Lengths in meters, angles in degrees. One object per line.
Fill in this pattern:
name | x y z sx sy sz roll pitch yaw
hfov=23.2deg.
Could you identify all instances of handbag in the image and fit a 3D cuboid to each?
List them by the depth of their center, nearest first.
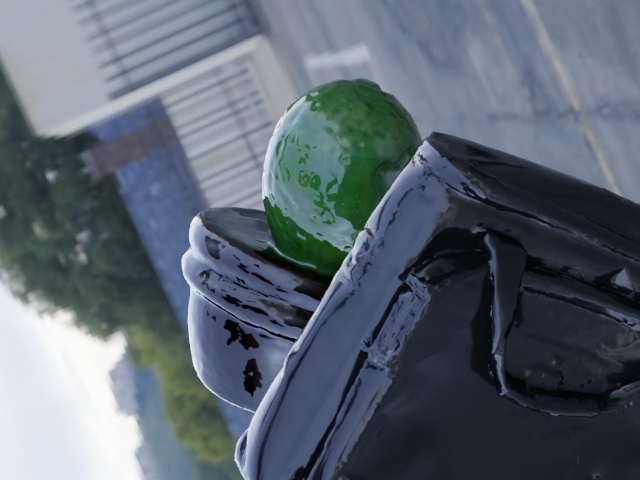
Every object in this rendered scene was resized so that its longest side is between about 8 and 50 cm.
handbag | 0.113 0.082 0.881 0.275 0.244 0.088 22 -165 -30

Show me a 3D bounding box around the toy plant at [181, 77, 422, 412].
toy plant | 0.000 0.000 1.057 0.218 0.175 0.235 -58 -13 -79
